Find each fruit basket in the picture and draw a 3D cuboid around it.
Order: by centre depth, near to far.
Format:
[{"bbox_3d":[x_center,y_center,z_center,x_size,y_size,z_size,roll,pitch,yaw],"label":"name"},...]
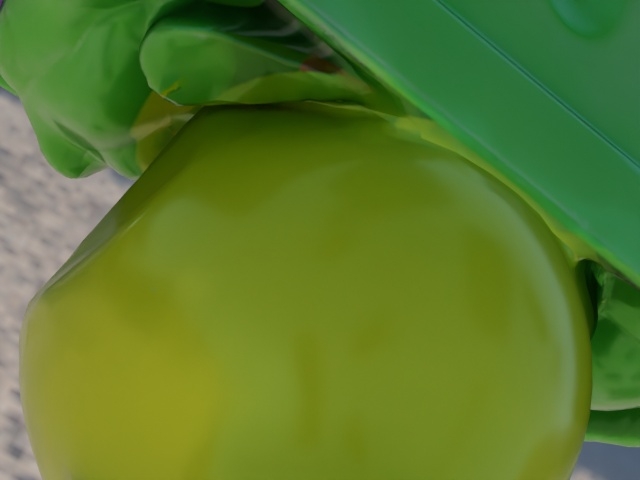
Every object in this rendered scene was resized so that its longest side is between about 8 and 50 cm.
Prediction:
[{"bbox_3d":[0.000,0.000,0.666,0.392,0.392,0.283,27,-14,-27],"label":"fruit basket"}]
